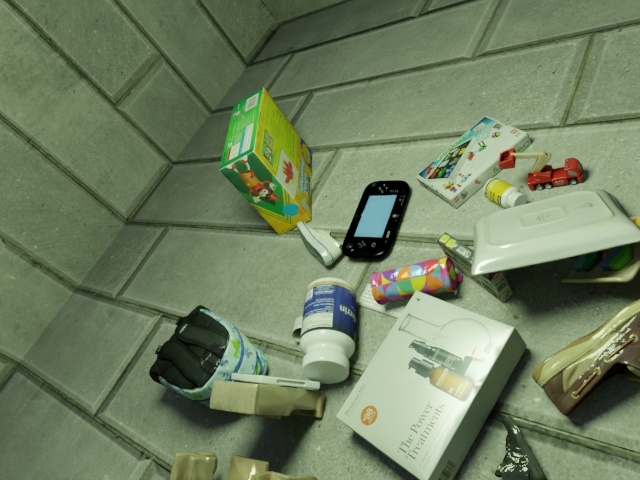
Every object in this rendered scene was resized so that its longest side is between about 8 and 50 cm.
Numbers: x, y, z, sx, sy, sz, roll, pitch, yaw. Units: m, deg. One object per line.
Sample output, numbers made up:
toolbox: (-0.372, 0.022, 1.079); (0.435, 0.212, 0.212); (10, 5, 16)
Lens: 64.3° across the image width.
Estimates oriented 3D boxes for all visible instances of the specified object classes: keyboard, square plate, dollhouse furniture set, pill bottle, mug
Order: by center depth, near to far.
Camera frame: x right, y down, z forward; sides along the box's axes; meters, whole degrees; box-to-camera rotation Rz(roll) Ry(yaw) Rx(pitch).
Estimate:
square plate: (0.524, -0.036, 1.191); (0.344, 0.049, 0.347); (-15, 15, 22)
dollhouse furniture set: (-0.150, 0.560, 1.254); (0.362, 0.256, 0.394); (-7, 69, 37)
pill bottle: (0.022, 0.247, 1.411); (0.153, 0.153, 0.265); (-20, 42, 26)
pill bottle: (0.518, -0.128, 1.426); (0.065, 0.065, 0.116); (-42, 36, -2)
keyboard: (0.212, 0.179, 1.429); (0.256, 0.014, 0.072); (13, 62, 47)
mug: (-0.049, 0.267, 1.545); (0.064, 0.078, 0.062); (-94, 28, -56)

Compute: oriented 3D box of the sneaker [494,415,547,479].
sneaker: (0.375, 0.435, 0.996); (0.089, 0.051, 0.170); (-29, 42, 8)

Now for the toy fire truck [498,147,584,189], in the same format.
toy fire truck: (0.594, -0.199, 1.371); (0.192, 0.135, 0.047); (-8, 48, 37)

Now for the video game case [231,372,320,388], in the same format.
video game case: (-0.123, 0.374, 1.357); (0.190, 0.173, 0.022); (-19, 60, 56)

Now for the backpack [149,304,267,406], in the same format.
backpack: (-0.331, 0.366, 1.550); (0.290, 0.273, 0.355); (-57, 18, -23)

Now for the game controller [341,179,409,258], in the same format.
game controller: (0.184, -0.073, 1.662); (0.166, 0.067, 0.319); (-4, 51, 39)

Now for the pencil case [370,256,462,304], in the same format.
pencil case: (0.255, 0.111, 1.376); (0.236, 0.104, 0.104); (-12, 45, 26)

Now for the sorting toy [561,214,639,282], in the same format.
sorting toy: (0.646, 0.013, 1.121); (0.208, 0.038, 0.193); (-48, 5, -12)

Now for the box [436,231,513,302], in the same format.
box: (0.391, 0.066, 1.302); (0.036, 0.114, 0.207); (-42, 37, -2)

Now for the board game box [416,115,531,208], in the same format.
board game box: (0.474, -0.251, 1.598); (0.305, 0.053, 0.193); (-41, 38, 0)

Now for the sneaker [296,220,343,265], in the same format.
sneaker: (0.000, 0.000, 1.749); (0.091, 0.094, 0.258); (-28, 39, -13)

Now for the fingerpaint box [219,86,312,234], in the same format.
fingerpaint box: (-0.194, -0.310, 1.979); (0.163, 0.371, 0.445); (-24, 41, 21)

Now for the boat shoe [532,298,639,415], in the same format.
boat shoe: (0.590, 0.220, 0.984); (0.342, 0.123, 0.123); (-34, 51, 9)

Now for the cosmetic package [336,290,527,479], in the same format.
cosmetic package: (0.249, 0.327, 1.175); (0.284, 0.097, 0.377); (17, 67, 51)
